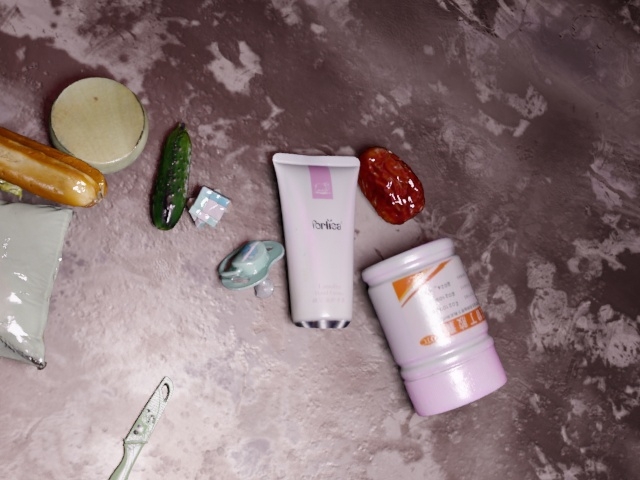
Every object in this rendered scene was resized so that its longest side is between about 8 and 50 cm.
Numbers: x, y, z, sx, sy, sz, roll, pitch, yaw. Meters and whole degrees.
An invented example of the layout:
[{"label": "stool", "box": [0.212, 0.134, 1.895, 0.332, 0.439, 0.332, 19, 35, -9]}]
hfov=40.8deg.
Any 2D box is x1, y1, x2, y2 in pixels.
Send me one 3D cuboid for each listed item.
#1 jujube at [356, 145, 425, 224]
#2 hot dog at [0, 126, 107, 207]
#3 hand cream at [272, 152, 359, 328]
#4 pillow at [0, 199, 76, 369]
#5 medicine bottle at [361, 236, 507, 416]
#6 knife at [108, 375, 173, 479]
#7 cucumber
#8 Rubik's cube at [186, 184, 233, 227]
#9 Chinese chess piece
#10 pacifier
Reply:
[{"label": "jujube", "box": [0.144, -0.119, 1.813, 0.176, 0.109, 0.112, 55, 33, 2]}, {"label": "hot dog", "box": [-0.555, -0.137, 1.560, 0.337, 0.135, 0.100, 22, 102, 0]}, {"label": "hand cream", "box": [0.000, 0.000, 1.726, 0.185, 0.118, 0.359, 0, 80, -14]}, {"label": "pillow", "box": [-0.613, 0.055, 1.512, 0.312, 0.119, 0.310, 10, 76, -15]}, {"label": "medicine bottle", "box": [0.228, 0.170, 1.728, 0.202, 0.202, 0.316, -20, 86, -21]}, {"label": "knife", "box": [-0.347, 0.384, 1.584, 0.043, 0.020, 0.293, 31, 70, -8]}, {"label": "cucumber", "box": [-0.289, -0.128, 1.694, 0.069, 0.069, 0.227, 12, 71, -16]}, {"label": "Rubik's cube", "box": [-0.222, -0.066, 1.700, 0.084, 0.073, 0.075, -43, 102, 3]}, {"label": "Chinese chess piece", "box": [-0.427, -0.221, 1.659, 0.188, 0.083, 0.188, 3, 78, -15]}, {"label": "pacifier", "box": [-0.132, 0.065, 1.697, 0.150, 0.127, 0.116, -64, 143, -45]}]
